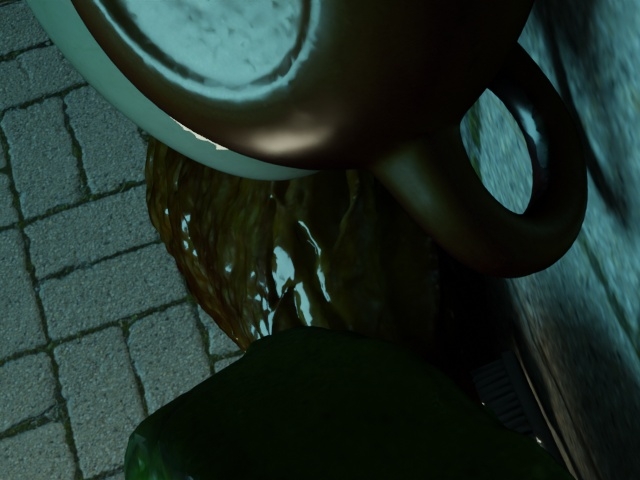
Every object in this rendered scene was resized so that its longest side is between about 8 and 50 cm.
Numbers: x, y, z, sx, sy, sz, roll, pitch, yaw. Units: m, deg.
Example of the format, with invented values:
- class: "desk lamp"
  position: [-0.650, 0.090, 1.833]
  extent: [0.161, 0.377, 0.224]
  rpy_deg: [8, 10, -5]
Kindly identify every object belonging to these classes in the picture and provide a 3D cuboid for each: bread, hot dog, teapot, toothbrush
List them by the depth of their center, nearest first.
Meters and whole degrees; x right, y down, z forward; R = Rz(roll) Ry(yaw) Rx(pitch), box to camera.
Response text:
- class: "teapot"
  position: [0.011, -0.101, 0.398]
  extent: [0.252, 0.135, 0.178]
  rpy_deg: [52, 146, -8]
- class: "bread"
  position: [0.053, 0.216, 0.551]
  extent: [0.382, 0.129, 0.366]
  rpy_deg: [38, 151, 46]
- class: "toothbrush"
  position: [0.148, 0.204, 0.599]
  extent: [0.024, 0.029, 0.354]
  rpy_deg: [51, -165, -54]
- class: "hot dog"
  position: [0.000, 0.000, 0.831]
  extent: [0.387, 0.174, 0.267]
  rpy_deg: [37, 149, 65]

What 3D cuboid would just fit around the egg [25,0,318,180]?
- class: "egg"
  position: [-0.049, -0.142, 0.576]
  extent: [0.183, 0.183, 0.264]
  rpy_deg: [-112, -3, -56]
